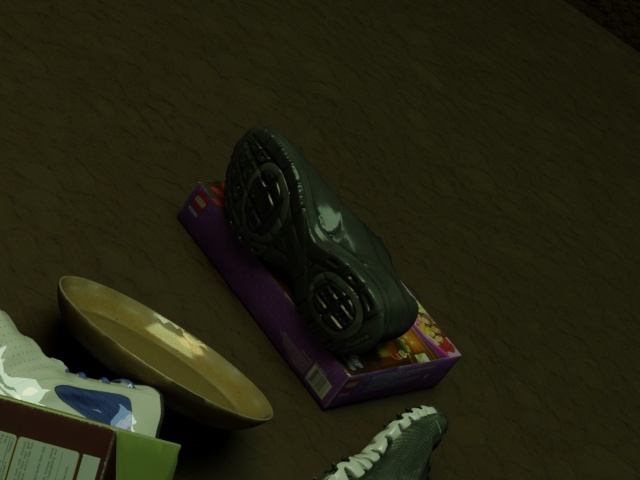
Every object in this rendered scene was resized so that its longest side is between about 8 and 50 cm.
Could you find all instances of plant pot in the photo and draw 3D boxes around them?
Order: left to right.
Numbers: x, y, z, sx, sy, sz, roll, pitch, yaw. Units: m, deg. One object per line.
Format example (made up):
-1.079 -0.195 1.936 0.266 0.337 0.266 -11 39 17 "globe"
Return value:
-0.151 0.111 1.580 0.236 0.032 0.236 34 5 -4 "plant pot"

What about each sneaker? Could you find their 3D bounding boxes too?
-0.242 0.147 1.430 0.315 0.127 0.182 51 28 12 "sneaker"
0.000 0.000 1.804 0.130 0.109 0.286 -2 56 -55 "sneaker"
0.074 0.241 1.664 0.106 0.078 0.234 46 34 11 "sneaker"

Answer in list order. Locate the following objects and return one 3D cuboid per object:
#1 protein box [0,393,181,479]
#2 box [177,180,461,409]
-0.232 0.180 1.210 0.201 0.136 0.200 14 -8 10 "protein box"
-0.001 0.049 1.875 0.201 0.057 0.293 -5 49 -50 "box"
